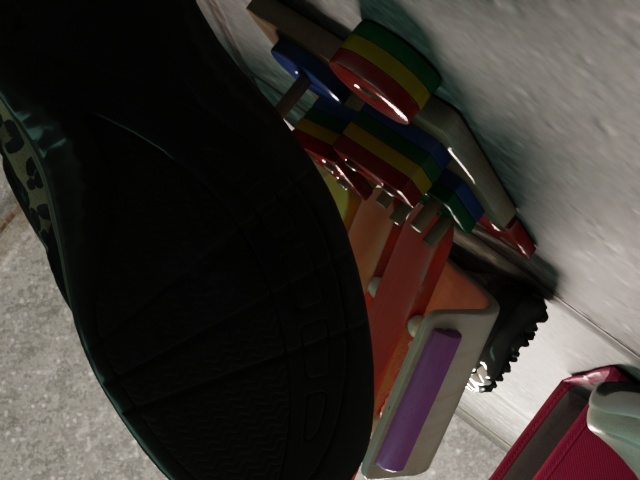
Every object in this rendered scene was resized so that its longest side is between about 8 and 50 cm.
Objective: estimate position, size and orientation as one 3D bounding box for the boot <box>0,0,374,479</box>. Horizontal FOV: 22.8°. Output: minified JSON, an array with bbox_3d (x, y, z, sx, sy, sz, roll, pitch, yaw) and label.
[{"bbox_3d":[-0.105,-0.047,0.856,0.377,0.138,0.284,61,173,-11],"label":"boot"}]

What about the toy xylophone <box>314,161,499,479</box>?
[{"bbox_3d":[0.000,0.062,1.068,0.081,0.236,0.323,11,-168,-34],"label":"toy xylophone"}]

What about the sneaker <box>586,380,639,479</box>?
[{"bbox_3d":[0.272,0.199,0.993,0.292,0.118,0.110,40,177,-9],"label":"sneaker"}]

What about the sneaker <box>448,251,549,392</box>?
[{"bbox_3d":[0.087,0.046,1.102,0.106,0.078,0.234,35,177,-3],"label":"sneaker"}]

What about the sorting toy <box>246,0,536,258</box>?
[{"bbox_3d":[0.027,-0.050,0.825,0.132,0.046,0.274,35,175,27],"label":"sorting toy"}]

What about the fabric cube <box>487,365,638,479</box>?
[{"bbox_3d":[0.229,0.274,1.188,0.258,0.254,0.259,38,175,5],"label":"fabric cube"}]
